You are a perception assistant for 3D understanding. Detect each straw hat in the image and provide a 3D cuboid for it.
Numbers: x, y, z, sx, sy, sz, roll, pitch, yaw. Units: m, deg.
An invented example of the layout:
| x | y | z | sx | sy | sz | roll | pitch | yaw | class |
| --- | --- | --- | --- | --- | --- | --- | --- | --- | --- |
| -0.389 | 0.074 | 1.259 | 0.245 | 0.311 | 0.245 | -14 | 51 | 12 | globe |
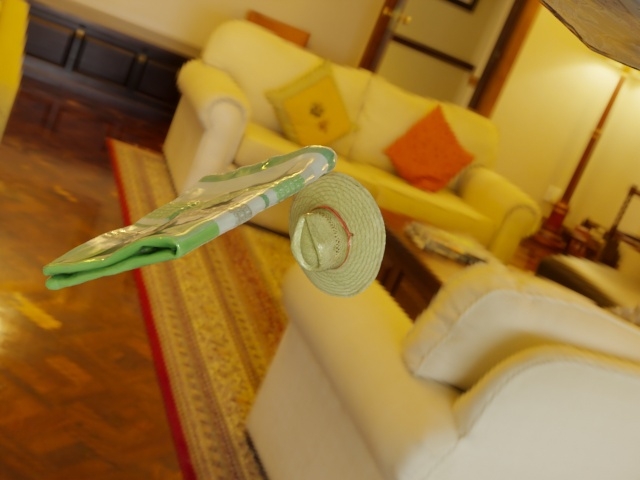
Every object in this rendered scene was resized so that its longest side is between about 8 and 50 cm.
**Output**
| x | y | z | sx | sy | sz | roll | pitch | yaw | class |
| --- | --- | --- | --- | --- | --- | --- | --- | --- | --- |
| 0.000 | 0.000 | 1.079 | 0.144 | 0.145 | 0.061 | 31 | 29 | 29 | straw hat |

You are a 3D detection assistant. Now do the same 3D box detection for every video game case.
| x | y | z | sx | sy | sz | roll | pitch | yaw | class |
| --- | --- | --- | --- | --- | --- | --- | --- | --- | --- |
| 0.293 | -0.238 | 0.998 | 0.248 | 0.035 | 0.275 | 31 | 9 | -32 | video game case |

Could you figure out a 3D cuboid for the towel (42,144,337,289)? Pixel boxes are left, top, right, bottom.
| x | y | z | sx | sy | sz | roll | pitch | yaw | class |
| --- | --- | --- | --- | --- | --- | --- | --- | --- | --- |
| -0.071 | -0.017 | 0.556 | 0.113 | 0.023 | 0.152 | -15 | 11 | 37 | towel |
